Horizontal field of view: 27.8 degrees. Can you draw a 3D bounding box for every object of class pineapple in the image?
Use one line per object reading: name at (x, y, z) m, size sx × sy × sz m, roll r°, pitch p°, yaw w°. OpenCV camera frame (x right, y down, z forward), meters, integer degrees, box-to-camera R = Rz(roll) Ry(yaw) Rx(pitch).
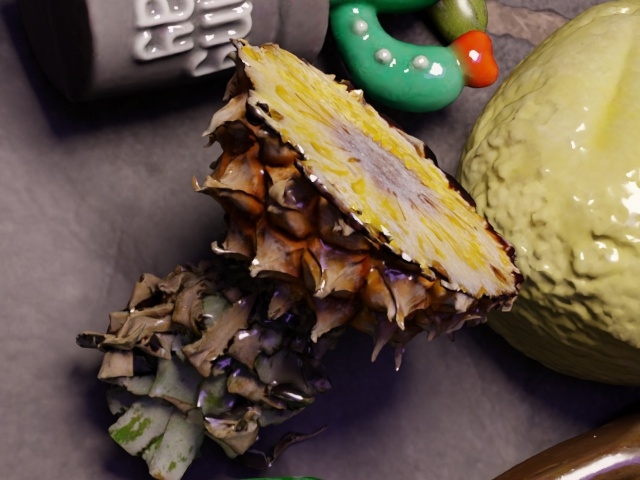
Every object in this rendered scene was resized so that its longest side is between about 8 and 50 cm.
pineapple at (-0.043, 0.041, 0.879) m, size 0.262 × 0.272 × 0.262 m, roll 37°, pitch 20°, yaw -16°

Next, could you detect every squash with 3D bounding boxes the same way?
squash at (0.090, -0.247, 1.125) m, size 0.052 × 0.052 × 0.183 m, roll -26°, pitch 77°, yaw -24°

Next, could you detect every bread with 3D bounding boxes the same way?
bread at (0.264, -0.038, 0.997) m, size 0.320 × 0.237 × 0.321 m, roll 10°, pitch 61°, yaw -18°

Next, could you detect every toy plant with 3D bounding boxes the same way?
toy plant at (-0.020, -0.213, 1.000) m, size 0.400 × 0.185 × 0.279 m, roll -19°, pitch 74°, yaw -27°

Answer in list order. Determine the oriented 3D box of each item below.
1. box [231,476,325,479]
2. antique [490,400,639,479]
box at (-0.087, 0.250, 0.842) m, size 0.250 × 0.103 × 0.180 m, roll -3°, pitch 81°, yaw -18°
antique at (0.250, 0.201, 0.972) m, size 0.257 × 0.121 × 0.143 m, roll -24°, pitch 86°, yaw -23°
